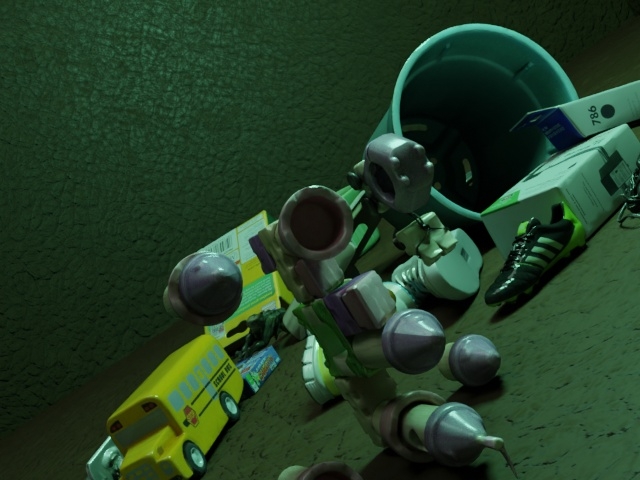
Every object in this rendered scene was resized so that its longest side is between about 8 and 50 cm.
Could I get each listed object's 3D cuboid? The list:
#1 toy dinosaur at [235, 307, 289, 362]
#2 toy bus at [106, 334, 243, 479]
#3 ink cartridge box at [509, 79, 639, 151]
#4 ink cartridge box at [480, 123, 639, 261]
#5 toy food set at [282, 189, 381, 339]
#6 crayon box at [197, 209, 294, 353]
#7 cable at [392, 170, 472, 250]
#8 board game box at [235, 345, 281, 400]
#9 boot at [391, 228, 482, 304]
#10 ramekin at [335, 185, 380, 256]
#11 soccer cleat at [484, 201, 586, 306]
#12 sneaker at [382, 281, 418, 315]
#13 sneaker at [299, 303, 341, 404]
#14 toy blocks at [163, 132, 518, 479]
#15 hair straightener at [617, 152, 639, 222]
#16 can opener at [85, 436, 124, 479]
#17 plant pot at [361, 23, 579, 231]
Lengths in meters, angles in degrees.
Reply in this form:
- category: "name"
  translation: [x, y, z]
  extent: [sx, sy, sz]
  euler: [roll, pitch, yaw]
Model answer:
- category: "toy dinosaur"
  translation: [-0.116, 0.178, 1.746]
  extent: [0.118, 0.064, 0.268]
  euler: [-61, -10, 1]
- category: "toy bus"
  translation: [-0.213, 0.260, 1.387]
  extent: [0.108, 0.130, 0.332]
  euler: [-31, 6, 16]
- category: "ink cartridge box"
  translation: [0.471, -0.204, 1.444]
  extent: [0.333, 0.065, 0.165]
  euler: [-16, -3, 2]
- category: "ink cartridge box"
  translation: [0.352, -0.068, 1.329]
  extent: [0.208, 0.086, 0.153]
  euler: [-36, 7, -37]
- category: "toy food set"
  translation: [0.045, 0.045, 1.814]
  extent: [0.219, 0.092, 0.306]
  euler: [-60, -3, 24]
- category: "crayon box"
  translation: [-0.164, 0.109, 2.076]
  extent: [0.203, 0.083, 0.322]
  euler: [-31, 42, 17]
- category: "cable"
  translation: [0.245, -0.059, 1.915]
  extent: [0.287, 0.139, 0.072]
  euler: [-14, 20, -30]
- category: "board game box"
  translation: [-0.176, 0.264, 1.634]
  extent: [0.201, 0.035, 0.136]
  euler: [-30, 7, 24]
- category: "boot"
  translation: [0.160, 0.060, 1.364]
  extent: [0.123, 0.095, 0.258]
  euler: [-37, -4, 19]
- category: "ramekin"
  translation: [0.000, 0.000, 2.317]
  extent: [0.303, 0.148, 0.303]
  euler: [-32, 6, 4]
- category: "soccer cleat"
  translation: [0.260, 0.018, 1.174]
  extent: [0.179, 0.072, 0.060]
  euler: [-36, 7, -26]
- category: "sneaker"
  translation: [0.042, 0.126, 1.384]
  extent: [0.092, 0.087, 0.229]
  euler: [-43, 8, -34]
- category: "sneaker"
  translation: [0.029, 0.118, 1.267]
  extent: [0.094, 0.081, 0.208]
  euler: [-19, 55, 23]
- category: "toy blocks"
  translation: [0.055, 0.069, 0.840]
  extent: [0.309, 0.288, 0.260]
  euler: [-32, 2, -20]
- category: "hair straightener"
  translation: [0.432, -0.077, 1.230]
  extent: [0.230, 0.047, 0.089]
  euler: [-56, -14, -52]
- category: "can opener"
  translation: [-0.297, 0.306, 1.527]
  extent: [0.095, 0.076, 0.283]
  euler: [-25, 18, 37]
- category: "plant pot"
  translation: [0.238, -0.159, 1.679]
  extent: [0.341, 0.341, 0.334]
  euler: [-35, -2, -19]
